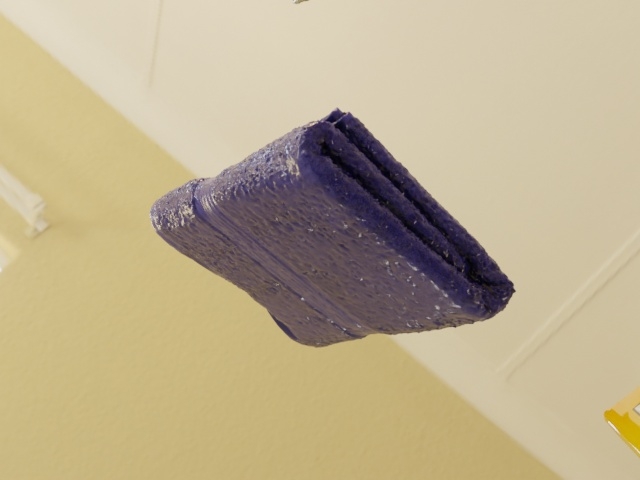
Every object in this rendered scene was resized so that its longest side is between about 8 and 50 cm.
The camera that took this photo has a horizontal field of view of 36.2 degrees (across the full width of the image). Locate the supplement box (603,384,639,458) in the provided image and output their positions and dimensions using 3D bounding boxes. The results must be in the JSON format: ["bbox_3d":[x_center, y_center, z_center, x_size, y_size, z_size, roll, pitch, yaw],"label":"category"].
[{"bbox_3d":[0.285,0.117,0.351,0.195,0.194,0.356,46,5,-5],"label":"supplement box"}]

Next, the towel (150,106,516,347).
[{"bbox_3d":[0.000,0.000,0.858,0.228,0.076,0.308,39,-26,-20],"label":"towel"}]

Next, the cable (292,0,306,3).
[{"bbox_3d":[0.020,-0.300,1.155,0.072,0.139,0.287,61,-22,-9],"label":"cable"}]
